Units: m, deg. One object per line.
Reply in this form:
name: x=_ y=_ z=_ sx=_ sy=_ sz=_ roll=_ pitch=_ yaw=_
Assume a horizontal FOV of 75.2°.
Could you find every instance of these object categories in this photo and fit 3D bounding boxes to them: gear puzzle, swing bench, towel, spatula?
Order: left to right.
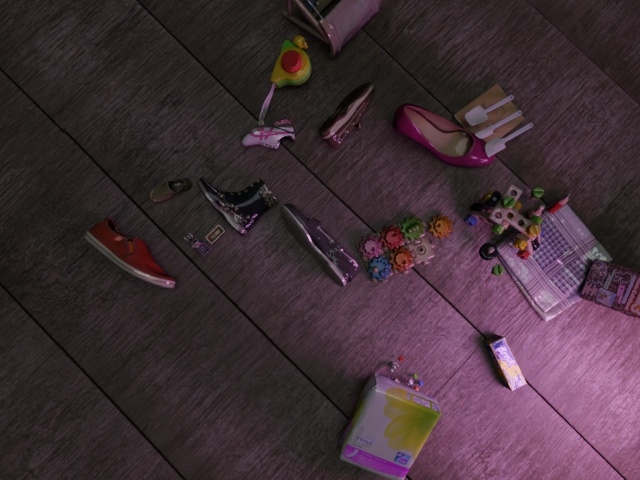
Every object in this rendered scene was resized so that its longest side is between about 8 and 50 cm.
swing bench: x=0.041 y=-0.814 z=1.400 sx=0.254 sy=0.165 sz=0.253 roll=41 pitch=85 yaw=1
gear puzzle: x=0.300 y=0.012 z=1.404 sx=0.338 sy=0.044 sz=0.176 roll=-23 pitch=87 yaw=-4
spatula: x=0.612 y=-0.404 z=1.414 sx=0.241 sy=0.019 sz=0.168 roll=-31 pitch=85 yaw=-19
towel: x=0.800 y=0.066 z=1.414 sx=0.312 sy=0.056 sz=0.324 roll=-35 pitch=88 yaw=-5

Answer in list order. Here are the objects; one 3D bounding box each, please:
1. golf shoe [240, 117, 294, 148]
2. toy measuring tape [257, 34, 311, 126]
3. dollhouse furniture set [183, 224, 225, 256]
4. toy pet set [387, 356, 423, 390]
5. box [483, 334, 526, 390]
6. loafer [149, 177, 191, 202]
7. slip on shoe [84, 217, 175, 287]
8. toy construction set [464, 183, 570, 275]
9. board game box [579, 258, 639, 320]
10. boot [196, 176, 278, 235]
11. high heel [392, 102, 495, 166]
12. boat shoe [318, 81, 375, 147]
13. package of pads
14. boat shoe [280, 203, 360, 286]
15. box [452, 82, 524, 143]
golf shoe: x=-0.177 y=-0.348 z=1.403 sx=0.185 sy=0.067 sz=0.086 roll=-18 pitch=88 yaw=-4
toy measuring tape: x=-0.108 y=-0.526 z=1.404 sx=0.121 sy=0.121 sz=0.331 roll=20 pitch=93 yaw=-1
dollhouse furniture set: x=-0.383 y=-0.020 z=1.361 sx=0.091 sy=0.081 sz=0.114 roll=45 pitch=85 yaw=2
toy pet set: x=0.257 y=0.468 z=1.371 sx=0.122 sy=0.065 sz=0.114 roll=51 pitch=51 yaw=-1
box: x=0.611 y=0.405 z=1.380 sx=0.059 sy=0.054 sz=0.169 roll=-24 pitch=86 yaw=-4
loafer: x=-0.506 y=-0.173 z=1.384 sx=0.147 sy=0.050 sz=0.056 roll=-27 pitch=87 yaw=-4
slip on shoe: x=-0.599 y=0.044 z=1.335 sx=0.331 sy=0.123 sz=0.101 roll=35 pitch=81 yaw=6
toy construction set: x=0.634 y=-0.082 z=1.303 sx=0.308 sy=0.237 sz=0.258 roll=-27 pitch=73 yaw=-1
board game box: x=1.015 y=0.179 z=1.269 sx=0.231 sy=0.291 sz=0.141 roll=17 pitch=96 yaw=-11
boot: x=-0.274 y=-0.154 z=1.377 sx=0.178 sy=0.085 sz=0.236 roll=-42 pitch=94 yaw=-7
high heel: x=0.413 y=-0.338 z=1.363 sx=0.376 sy=0.181 sz=0.127 roll=18 pitch=94 yaw=1
boat shoe: x=0.103 y=-0.424 z=1.422 sx=0.257 sy=0.095 sz=0.095 roll=-47 pitch=122 yaw=-7
package of pads: x=0.203 y=0.580 z=1.291 sx=0.229 sy=0.101 sz=0.297 roll=23 pitch=104 yaw=0
boat shoe: x=0.000 y=0.000 z=1.371 sx=0.095 sy=0.112 sz=0.335 roll=-40 pitch=94 yaw=-22
box: x=0.592 y=-0.430 z=1.463 sx=0.201 sy=0.021 sz=0.164 roll=-37 pitch=88 yaw=-5
